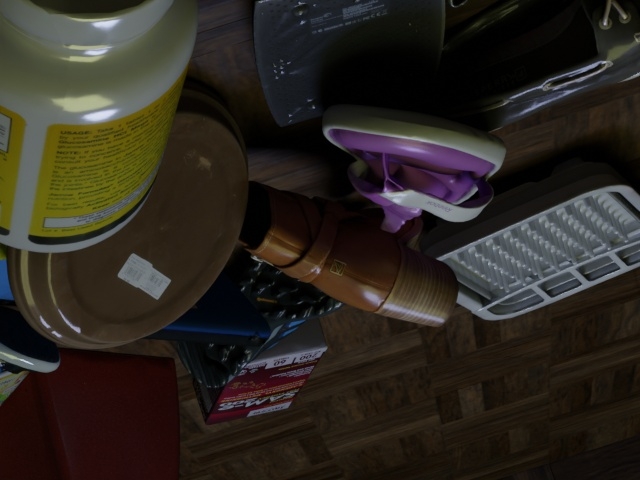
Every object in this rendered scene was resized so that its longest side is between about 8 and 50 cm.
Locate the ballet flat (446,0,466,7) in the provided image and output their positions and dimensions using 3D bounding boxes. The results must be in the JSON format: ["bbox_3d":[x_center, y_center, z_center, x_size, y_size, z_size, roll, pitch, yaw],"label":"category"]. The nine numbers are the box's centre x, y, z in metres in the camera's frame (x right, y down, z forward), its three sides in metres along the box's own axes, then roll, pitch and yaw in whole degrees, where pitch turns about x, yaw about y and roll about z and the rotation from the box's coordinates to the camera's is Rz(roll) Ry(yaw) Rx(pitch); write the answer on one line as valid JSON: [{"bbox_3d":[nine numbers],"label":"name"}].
[{"bbox_3d":[0.160,-0.259,1.451,0.057,0.049,0.173,-1,154,-38],"label":"ballet flat"}]

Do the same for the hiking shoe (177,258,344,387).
[{"bbox_3d":[-0.043,0.052,2.048,0.304,0.113,0.132,-35,-176,24],"label":"hiking shoe"}]

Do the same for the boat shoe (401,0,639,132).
[{"bbox_3d":[0.220,-0.187,1.597,0.335,0.112,0.095,-28,161,36],"label":"boat shoe"}]

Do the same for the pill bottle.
[{"bbox_3d":[-0.193,-0.138,1.289,0.188,0.188,0.334,-10,158,-18],"label":"pill bottle"}]

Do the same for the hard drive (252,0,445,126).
[{"bbox_3d":[0.022,-0.189,1.515,0.172,0.054,0.255,-16,160,-2],"label":"hard drive"}]

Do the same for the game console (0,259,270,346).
[{"bbox_3d":[-0.247,0.076,1.827,0.293,0.250,0.173,8,121,-49],"label":"game console"}]

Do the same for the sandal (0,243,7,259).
[{"bbox_3d":[-0.364,-0.023,1.584,0.317,0.126,0.138,-23,-163,-5],"label":"sandal"}]

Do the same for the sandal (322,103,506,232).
[{"bbox_3d":[0.096,-0.055,1.684,0.169,0.102,0.416,7,176,10],"label":"sandal"}]

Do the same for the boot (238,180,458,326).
[{"bbox_3d":[0.000,0.000,1.787,0.220,0.283,0.109,21,104,-21],"label":"boot"}]

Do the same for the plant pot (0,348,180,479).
[{"bbox_3d":[-0.336,0.304,2.225,0.267,0.236,0.267,-31,155,31],"label":"plant pot"}]

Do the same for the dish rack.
[{"bbox_3d":[0.282,-0.006,2.157,0.285,0.072,0.333,-23,158,18],"label":"dish rack"}]

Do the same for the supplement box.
[{"bbox_3d":[-0.084,0.167,2.305,0.130,0.073,0.239,-11,159,-18],"label":"supplement box"}]

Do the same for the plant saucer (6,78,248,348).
[{"bbox_3d":[-0.166,-0.017,1.595,0.278,0.041,0.278,-29,135,-34],"label":"plant saucer"}]

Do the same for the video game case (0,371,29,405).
[{"bbox_3d":[-0.458,0.222,2.028,0.206,0.026,0.227,-47,167,26],"label":"video game case"}]

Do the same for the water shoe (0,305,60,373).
[{"bbox_3d":[-0.388,0.115,1.913,0.203,0.073,0.080,21,128,-35],"label":"water shoe"}]
